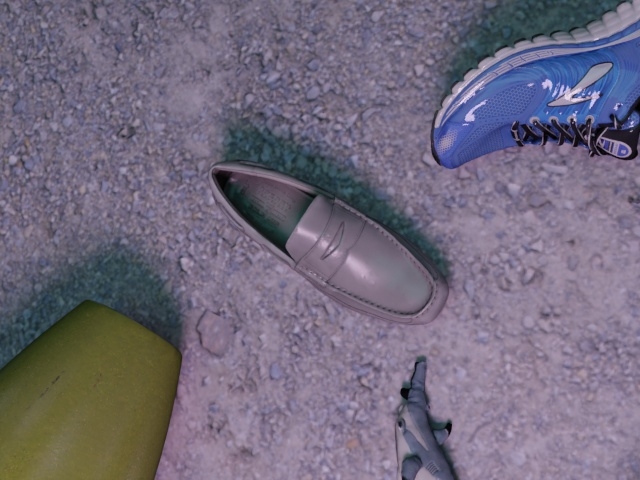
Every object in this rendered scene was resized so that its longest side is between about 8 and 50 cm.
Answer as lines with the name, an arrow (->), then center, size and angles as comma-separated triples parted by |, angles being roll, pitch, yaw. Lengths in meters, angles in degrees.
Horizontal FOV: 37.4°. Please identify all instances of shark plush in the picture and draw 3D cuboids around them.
shark plush -> 0.118, 0.221, 1.066 | 0.067, 0.073, 0.161 | -2, 57, -1

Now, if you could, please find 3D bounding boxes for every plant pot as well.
plant pot -> -0.291, 0.227, 1.094 | 0.275, 0.274, 0.293 | 23, 72, 21

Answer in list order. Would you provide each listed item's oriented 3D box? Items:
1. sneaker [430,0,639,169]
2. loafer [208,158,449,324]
sneaker -> 0.277, -0.149, 1.026 | 0.330, 0.130, 0.147 | -23, 71, 13
loafer -> 0.000, 0.000, 1.098 | 0.320, 0.111, 0.112 | 28, 90, 21
